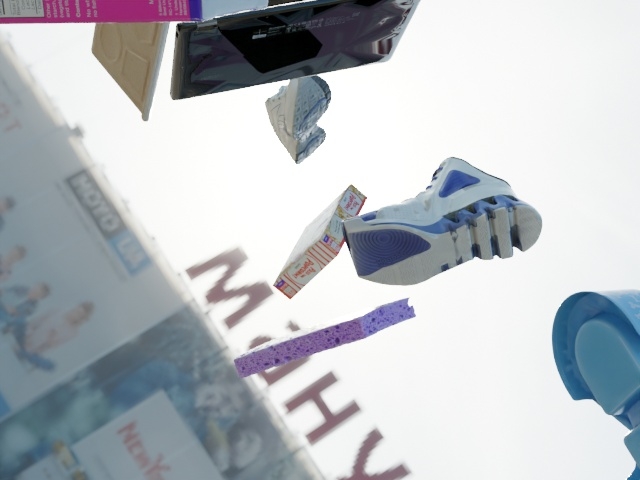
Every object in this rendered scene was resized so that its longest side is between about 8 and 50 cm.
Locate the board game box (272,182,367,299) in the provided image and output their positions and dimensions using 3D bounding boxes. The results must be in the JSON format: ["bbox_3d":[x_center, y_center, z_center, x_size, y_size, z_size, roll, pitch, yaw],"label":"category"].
[{"bbox_3d":[0.000,0.000,2.148,0.045,0.193,0.147,40,-52,-9],"label":"board game box"}]

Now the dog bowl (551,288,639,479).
[{"bbox_3d":[0.377,0.182,1.363,0.297,0.074,0.166,61,-30,23],"label":"dog bowl"}]

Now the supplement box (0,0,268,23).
[{"bbox_3d":[-0.166,-0.237,0.980,0.220,0.111,0.114,6,-72,25],"label":"supplement box"}]

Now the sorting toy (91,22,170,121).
[{"bbox_3d":[-0.272,-0.306,1.754,0.208,0.038,0.193,53,-41,35],"label":"sorting toy"}]

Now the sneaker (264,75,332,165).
[{"bbox_3d":[-0.059,-0.257,2.382,0.129,0.111,0.297,44,-21,13],"label":"sneaker"}]

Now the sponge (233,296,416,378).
[{"bbox_3d":[0.004,0.121,1.502,0.210,0.117,0.031,-20,-91,36],"label":"sponge"}]

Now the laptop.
[{"bbox_3d":[-0.057,-0.427,1.823,0.408,0.381,0.236,117,-41,-70],"label":"laptop"}]

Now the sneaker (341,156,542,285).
[{"bbox_3d":[0.189,-0.038,1.983,0.182,0.315,0.127,-103,-176,-55],"label":"sneaker"}]
